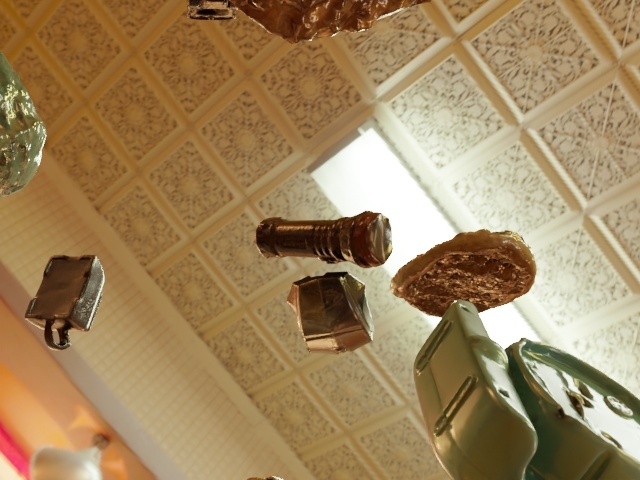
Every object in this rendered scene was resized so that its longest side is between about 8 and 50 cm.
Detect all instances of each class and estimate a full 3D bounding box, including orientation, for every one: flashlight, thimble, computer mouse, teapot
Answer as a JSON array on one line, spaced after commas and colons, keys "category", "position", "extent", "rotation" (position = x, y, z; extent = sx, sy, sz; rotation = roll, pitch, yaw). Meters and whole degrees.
[{"category": "flashlight", "position": [0.000, 0.000, 1.330], "extent": [0.232, 0.093, 0.093], "rotation": [-2, -66, 37]}, {"category": "thimble", "position": [-0.416, -0.127, 0.910], "extent": [0.235, 0.143, 0.198], "rotation": [22, -57, 24]}, {"category": "computer mouse", "position": [0.019, 0.131, 1.335], "extent": [0.126, 0.071, 0.231], "rotation": [-11, -39, 3]}, {"category": "teapot", "position": [-0.395, 0.099, 1.349], "extent": [0.087, 0.177, 0.096], "rotation": [-1, -37, 17]}]

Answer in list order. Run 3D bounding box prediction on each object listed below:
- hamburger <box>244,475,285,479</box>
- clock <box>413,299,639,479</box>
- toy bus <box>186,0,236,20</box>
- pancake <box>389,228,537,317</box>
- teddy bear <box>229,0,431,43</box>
[{"category": "hamburger", "position": [-0.091, 0.543, 1.508], "extent": [0.245, 0.163, 0.244], "rotation": [-3, -56, -4]}, {"category": "clock", "position": [0.216, 0.169, 0.717], "extent": [0.274, 0.223, 0.094], "rotation": [26, -72, -12]}, {"category": "toy bus", "position": [-0.174, -0.442, 1.372], "extent": [0.184, 0.090, 0.106], "rotation": [126, -41, -70]}, {"category": "pancake", "position": [0.258, 0.065, 1.502], "extent": [0.283, 0.049, 0.282], "rotation": [-3, -30, -2]}, {"category": "teddy bear", "position": [0.072, -0.266, 0.527], "extent": [0.246, 0.296, 0.222], "rotation": [60, -29, 35]}]
